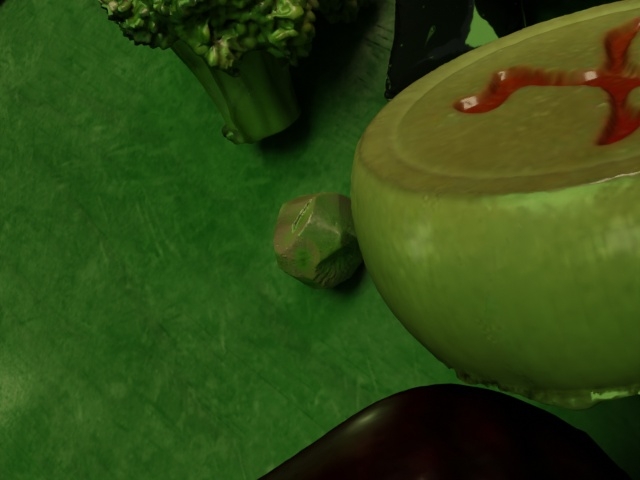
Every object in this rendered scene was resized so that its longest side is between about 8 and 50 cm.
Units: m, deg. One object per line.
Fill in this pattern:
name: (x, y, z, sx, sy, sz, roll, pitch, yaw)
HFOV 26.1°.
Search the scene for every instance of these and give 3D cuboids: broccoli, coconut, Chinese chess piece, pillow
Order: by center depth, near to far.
Chinese chess piece: (0.187, -0.040, 0.859, 0.338, 0.140, 0.338, -15, 23, 7)
coconut: (0.000, 0.000, 1.173, 0.081, 0.083, 0.082, 3, 96, 55)
pillow: (0.114, -0.227, 1.182, 0.141, 0.055, 0.208, -15, 64, 36)
broccoli: (-0.079, -0.236, 1.244, 0.235, 0.260, 0.288, -43, 2, 38)

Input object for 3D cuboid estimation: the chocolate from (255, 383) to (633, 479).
chocolate: (0.062, 0.251, 0.831, 0.331, 0.383, 0.383, -45, 46, 3)
